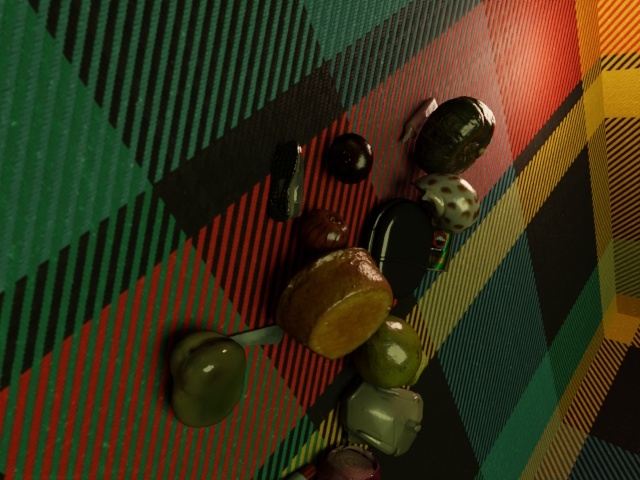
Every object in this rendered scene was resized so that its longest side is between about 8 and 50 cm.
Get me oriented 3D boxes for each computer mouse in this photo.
[{"bbox_3d":[0.228,0.573,1.502,0.429,0.145,0.228,36,72,-42],"label":"computer mouse"}]

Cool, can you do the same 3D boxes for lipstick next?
[{"bbox_3d":[-0.110,0.687,1.269,0.274,0.061,0.068,-16,105,-45],"label":"lipstick"}]

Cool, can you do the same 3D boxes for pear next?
[{"bbox_3d":[0.191,0.321,1.367,0.212,0.212,0.269,-52,136,-22],"label":"pear"}]

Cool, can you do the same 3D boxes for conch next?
[{"bbox_3d":[0.394,-0.111,1.401,0.148,0.183,0.275,-30,145,15],"label":"conch"}]

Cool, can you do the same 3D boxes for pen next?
[{"bbox_3d":[0.299,-0.364,1.433,0.197,0.032,0.053,-52,130,-23],"label":"pen"}]

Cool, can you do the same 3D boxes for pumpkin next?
[{"bbox_3d":[0.417,-0.302,1.416,0.260,0.189,0.260,-33,148,-24],"label":"pumpkin"}]

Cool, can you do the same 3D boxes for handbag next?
[{"bbox_3d":[0.229,0.026,1.404,0.253,0.093,0.308,9,93,-39],"label":"handbag"}]

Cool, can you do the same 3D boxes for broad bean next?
[{"bbox_3d":[-0.242,0.301,1.018,0.189,0.121,0.263,-32,144,-37],"label":"broad bean"}]

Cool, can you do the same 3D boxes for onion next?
[{"bbox_3d":[0.076,0.722,1.382,0.207,0.200,0.201,-40,132,-71],"label":"onion"}]

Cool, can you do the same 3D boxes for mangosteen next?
[{"bbox_3d":[0.083,-0.211,1.214,0.140,0.140,0.140,-11,107,-41],"label":"mangosteen"}]

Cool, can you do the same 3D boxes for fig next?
[{"bbox_3d":[0.013,-0.011,1.192,0.128,0.128,0.150,-46,150,-26],"label":"fig"}]

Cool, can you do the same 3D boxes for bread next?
[{"bbox_3d":[0.289,0.407,1.551,0.114,0.111,0.129,-38,127,-40],"label":"bread"},{"bbox_3d":[0.042,0.157,1.168,0.312,0.172,0.312,-26,143,-22],"label":"bread"}]

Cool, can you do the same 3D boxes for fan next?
[{"bbox_3d":[-0.198,0.231,1.112,0.281,0.023,0.057,5,102,-45],"label":"fan"}]

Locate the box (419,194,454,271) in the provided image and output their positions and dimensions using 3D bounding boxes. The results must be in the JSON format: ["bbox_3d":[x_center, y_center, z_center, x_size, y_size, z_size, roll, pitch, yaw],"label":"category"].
[{"bbox_3d":[0.378,-0.020,1.557,0.159,0.071,0.240,7,94,-46],"label":"box"}]

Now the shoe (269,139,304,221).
[{"bbox_3d":[-0.070,-0.139,1.120,0.077,0.074,0.195,-2,104,-54],"label":"shoe"}]
